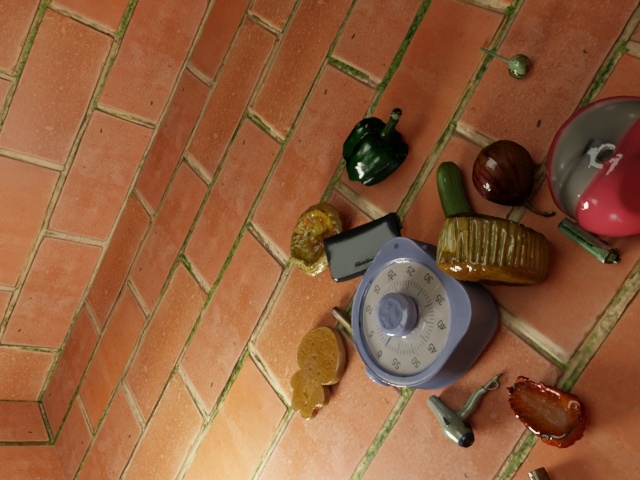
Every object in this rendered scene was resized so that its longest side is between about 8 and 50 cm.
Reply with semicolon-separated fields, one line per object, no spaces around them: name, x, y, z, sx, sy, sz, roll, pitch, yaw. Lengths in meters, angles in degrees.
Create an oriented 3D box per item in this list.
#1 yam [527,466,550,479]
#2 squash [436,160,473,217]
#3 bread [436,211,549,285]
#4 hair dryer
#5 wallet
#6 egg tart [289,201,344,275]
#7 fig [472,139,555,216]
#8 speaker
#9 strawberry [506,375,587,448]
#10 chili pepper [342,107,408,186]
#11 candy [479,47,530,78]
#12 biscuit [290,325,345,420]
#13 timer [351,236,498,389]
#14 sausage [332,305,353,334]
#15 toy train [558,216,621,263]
yam;0.510;0.634;1.339;0.045;0.045;0.327;-22;59;7
squash;0.352;-0.111;1.718;0.077;0.068;0.219;-32;57;33
bread;0.393;0.029;1.494;0.227;0.253;0.142;-4;73;44
hair dryer;0.341;0.386;1.604;0.167;0.067;0.199;22;84;55
wallet;0.130;0.023;1.884;0.250;0.044;0.149;-20;72;19
egg tart;0.000;0.000;2.054;0.241;0.106;0.241;-21;61;43
fig;0.446;-0.143;1.576;0.149;0.148;0.202;-123;16;-80
speaker;0.612;-0.157;1.362;0.294;0.294;0.294;-17;66;45
strawberry;0.495;0.369;1.419;0.121;0.082;0.188;-49;34;-1
chili pepper;0.175;-0.278;1.898;0.261;0.165;0.174;-44;31;35
candy;0.476;-0.475;1.714;0.061;0.061;0.202;-61;35;16
biscuit;-0.010;0.400;1.991;0.202;0.044;0.289;15;92;50
timer;0.231;0.210;1.682;0.395;0.173;0.395;-16;68;44
sausage;0.107;0.266;1.907;0.269;0.032;0.033;40;109;46
toy train;0.585;0.001;1.421;0.038;0.071;0.148;-60;43;18
